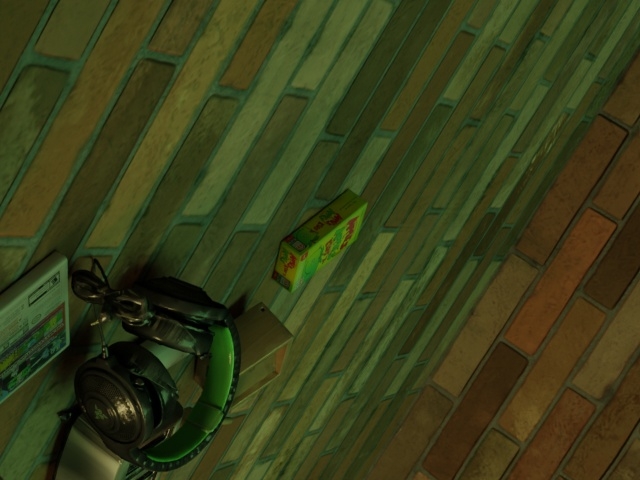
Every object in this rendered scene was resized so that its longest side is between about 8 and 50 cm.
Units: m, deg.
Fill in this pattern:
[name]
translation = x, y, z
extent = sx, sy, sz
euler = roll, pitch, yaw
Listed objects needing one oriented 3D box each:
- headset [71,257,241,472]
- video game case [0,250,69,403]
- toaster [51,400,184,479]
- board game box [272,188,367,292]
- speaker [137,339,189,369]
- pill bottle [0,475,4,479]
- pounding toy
[headset]
translation = -0.206, 0.157, 1.909
extent = 0.243, 0.185, 0.394
euler = -59, 143, -21
[video game case]
translation = -0.378, 0.127, 1.741
extent = 0.201, 0.023, 0.183
euler = -43, 158, -34
[toaster]
translation = -0.295, 0.300, 2.096
extent = 0.186, 0.110, 0.168
euler = -30, 149, -50
[board game box]
translation = 0.000, 0.000, 2.395
extent = 0.181, 0.043, 0.092
euler = -39, 155, -39
[speaker]
translation = -0.246, 0.171, 2.078
extent = 0.136, 0.055, 0.055
euler = -35, 153, -45
[pill bottle]
translation = -0.442, 0.294, 1.716
extent = 0.121, 0.121, 0.216
euler = -48, 160, -18
[pounding toy]
translation = -0.160, 0.218, 2.324
extent = 0.206, 0.094, 0.181
euler = -33, 158, -27
